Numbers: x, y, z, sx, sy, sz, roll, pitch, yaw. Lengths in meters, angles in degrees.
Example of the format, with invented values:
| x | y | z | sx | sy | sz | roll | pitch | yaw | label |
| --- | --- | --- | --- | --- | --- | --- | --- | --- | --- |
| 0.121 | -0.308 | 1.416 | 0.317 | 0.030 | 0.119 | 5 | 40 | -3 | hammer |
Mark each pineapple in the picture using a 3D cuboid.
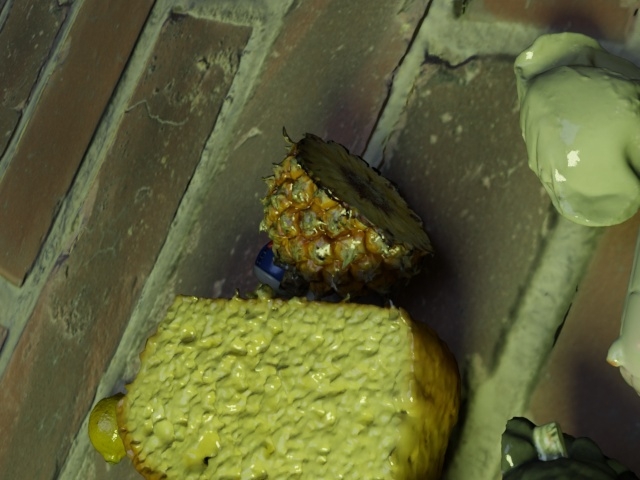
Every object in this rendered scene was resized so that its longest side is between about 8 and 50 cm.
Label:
| x | y | z | sx | sy | sz | roll | pitch | yaw | label |
| --- | --- | --- | --- | --- | --- | --- | --- | --- | --- |
| 0.003 | 0.001 | 0.838 | 0.176 | 0.161 | 0.137 | 47 | 111 | 21 | pineapple |

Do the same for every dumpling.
| x | y | z | sx | sy | sz | roll | pitch | yaw | label |
| --- | --- | --- | --- | --- | --- | --- | --- | --- | --- |
| 0.235 | -0.092 | 0.733 | 0.134 | 0.100 | 0.169 | -7 | 40 | -1 | dumpling |

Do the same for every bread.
| x | y | z | sx | sy | sz | roll | pitch | yaw | label |
| --- | --- | --- | --- | --- | --- | --- | --- | --- | --- |
| -0.007 | 0.155 | 0.766 | 0.340 | 0.179 | 0.194 | -1 | 69 | 44 | bread |

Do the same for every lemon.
| x | y | z | sx | sy | sz | roll | pitch | yaw | label |
| --- | --- | --- | --- | --- | --- | --- | --- | --- | --- |
| -0.232 | 0.212 | 1.018 | 0.062 | 0.062 | 0.083 | -18 | 58 | 35 | lemon |

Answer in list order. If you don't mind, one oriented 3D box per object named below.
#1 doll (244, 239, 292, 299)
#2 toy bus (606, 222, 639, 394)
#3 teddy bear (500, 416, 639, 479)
| x | y | z | sx | sy | sz | roll | pitch | yaw | label |
| --- | --- | --- | --- | --- | --- | --- | --- | --- | --- |
| -0.027 | 0.007 | 0.935 | 0.143 | 0.057 | 0.099 | -57 | 31 | -1 | doll |
| 0.292 | -0.027 | 0.578 | 0.143 | 0.179 | 0.305 | 6 | 75 | 43 | toy bus |
| 0.237 | 0.215 | 0.567 | 0.251 | 0.144 | 0.171 | 6 | 110 | 27 | teddy bear |
